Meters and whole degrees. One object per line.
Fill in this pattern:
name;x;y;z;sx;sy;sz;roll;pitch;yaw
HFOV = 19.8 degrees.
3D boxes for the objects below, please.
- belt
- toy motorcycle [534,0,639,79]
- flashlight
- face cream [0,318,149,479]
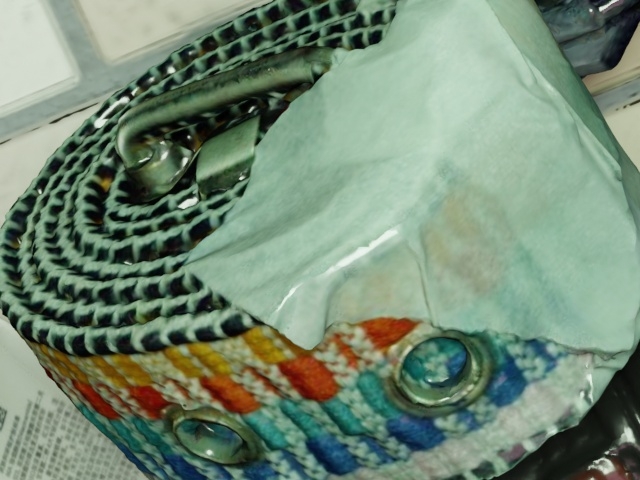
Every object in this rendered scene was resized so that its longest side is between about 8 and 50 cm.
belt;0.000;0.000;0.711;0.257;0.207;0.150;-15;127;34
toy motorcycle;0.177;-0.111;0.761;0.270;0.106;0.159;-12;123;10
flashlight;0.104;0.116;0.869;0.232;0.093;0.093;-30;118;6
face cream;-0.062;0.112;0.825;0.243;0.058;0.092;21;110;5
